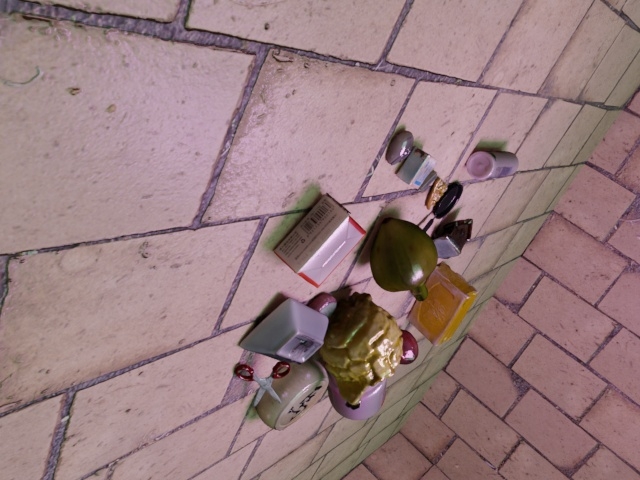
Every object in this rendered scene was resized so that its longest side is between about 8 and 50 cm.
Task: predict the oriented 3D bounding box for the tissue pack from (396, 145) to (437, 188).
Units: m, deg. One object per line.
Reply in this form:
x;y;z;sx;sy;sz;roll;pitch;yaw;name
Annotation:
0.249;-0.187;1.490;0.094;0.059;0.074;-57;152;12;tissue pack

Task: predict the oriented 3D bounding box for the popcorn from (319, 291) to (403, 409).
0.112;0.299;1.723;0.293;0.293;0.237;-46;114;-8;popcorn

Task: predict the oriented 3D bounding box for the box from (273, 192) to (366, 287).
0.000;0.000;1.298;0.182;0.099;0.133;-49;152;2;box

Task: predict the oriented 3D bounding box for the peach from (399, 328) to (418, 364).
0.343;0.454;2.414;0.152;0.152;0.152;-38;152;-24;peach

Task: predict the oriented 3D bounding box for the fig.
0.225;0.032;1.639;0.203;0.203;0.225;-36;109;-27;fig

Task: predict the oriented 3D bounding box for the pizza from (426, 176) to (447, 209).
0.370;-0.155;1.771;0.109;0.026;0.122;-31;148;-39;pizza

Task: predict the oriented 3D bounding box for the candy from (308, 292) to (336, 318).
0.000;0.195;1.624;0.103;0.043;0.103;-35;149;-25;candy

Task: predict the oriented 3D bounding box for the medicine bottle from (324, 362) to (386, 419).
0.123;0.466;1.989;0.219;0.219;0.388;-41;152;-19;medicine bottle

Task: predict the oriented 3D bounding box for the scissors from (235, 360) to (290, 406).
-0.153;0.400;1.584;0.145;0.017;0.247;-4;141;-4;scissors

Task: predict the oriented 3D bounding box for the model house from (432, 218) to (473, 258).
0.466;-0.019;2.050;0.152;0.106;0.165;-52;-167;-23;model house

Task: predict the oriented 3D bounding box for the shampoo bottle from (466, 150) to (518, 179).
0.586;-0.253;1.911;0.303;0.092;0.092;-13;136;-52;shampoo bottle

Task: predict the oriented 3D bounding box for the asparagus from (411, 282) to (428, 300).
0.365;0.166;2.164;0.067;0.060;0.277;-29;154;1;asparagus

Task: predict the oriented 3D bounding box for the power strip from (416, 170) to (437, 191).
0.307;-0.169;1.659;0.083;0.017;0.027;-45;153;-14;power strip

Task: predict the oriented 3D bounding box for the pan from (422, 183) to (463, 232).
0.382;-0.095;1.867;0.235;0.028;0.136;-47;154;-14;pan

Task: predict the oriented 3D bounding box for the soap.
0.489;0.265;2.340;0.091;0.199;0.314;-18;142;-39;soap

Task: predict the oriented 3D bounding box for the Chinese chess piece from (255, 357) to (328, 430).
-0.086;0.479;1.803;0.250;0.101;0.250;-37;152;-23;Chinese chess piece

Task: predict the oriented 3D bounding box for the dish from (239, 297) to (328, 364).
-0.073;0.259;1.497;0.182;0.080;0.243;-44;149;5;dish

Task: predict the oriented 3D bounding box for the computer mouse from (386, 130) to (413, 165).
0.195;-0.219;1.381;0.066;0.039;0.096;-29;148;-37;computer mouse
